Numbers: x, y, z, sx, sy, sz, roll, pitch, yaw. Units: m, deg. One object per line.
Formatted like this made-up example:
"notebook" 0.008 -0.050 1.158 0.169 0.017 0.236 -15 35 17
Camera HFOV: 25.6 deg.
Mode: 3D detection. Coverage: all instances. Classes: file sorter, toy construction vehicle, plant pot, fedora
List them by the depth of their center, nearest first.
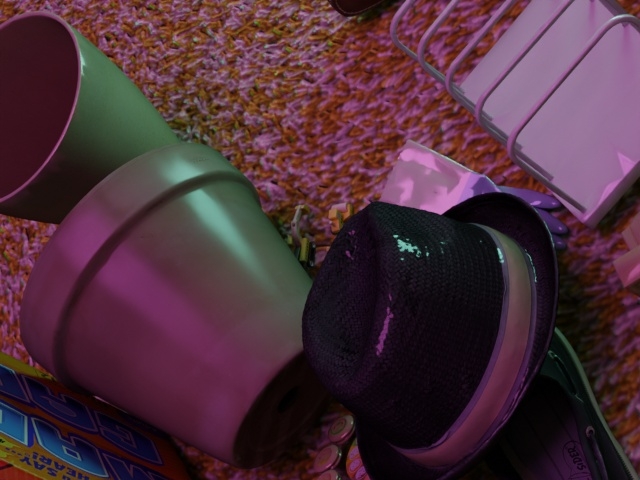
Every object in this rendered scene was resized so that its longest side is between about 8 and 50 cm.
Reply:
"fedora" 0.083 0.072 1.375 0.334 0.152 0.334 -41 32 34
"file sorter" 0.226 -0.190 1.463 0.193 0.173 0.278 -50 41 12
"plant pot" -0.125 0.096 1.587 0.280 0.323 0.323 38 97 25
"toy construction vehicle" 0.000 0.000 1.677 0.086 0.035 0.098 -7 67 36
"plant pot" -0.303 -0.117 1.807 0.256 0.274 0.256 -16 62 32

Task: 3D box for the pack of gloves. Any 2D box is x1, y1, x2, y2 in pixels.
"pack of gloves" 0.156 0.018 1.553 0.232 0.046 0.195 25 88 31

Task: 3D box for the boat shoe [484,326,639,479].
"boat shoe" 0.196 0.165 1.389 0.127 0.113 0.340 -39 56 20

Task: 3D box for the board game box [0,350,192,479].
"board game box" -0.368 0.352 1.536 0.356 0.356 0.356 -58 25 4

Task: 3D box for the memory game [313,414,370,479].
"memory game" 0.061 0.214 1.502 0.186 0.012 0.186 -34 28 21

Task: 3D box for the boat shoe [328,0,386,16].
"boat shoe" 0.139 -0.359 1.666 0.324 0.123 0.116 -34 56 25

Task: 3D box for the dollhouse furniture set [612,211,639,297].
"dollhouse furniture set" 0.366 -0.012 1.293 0.161 0.182 0.101 -34 53 23
